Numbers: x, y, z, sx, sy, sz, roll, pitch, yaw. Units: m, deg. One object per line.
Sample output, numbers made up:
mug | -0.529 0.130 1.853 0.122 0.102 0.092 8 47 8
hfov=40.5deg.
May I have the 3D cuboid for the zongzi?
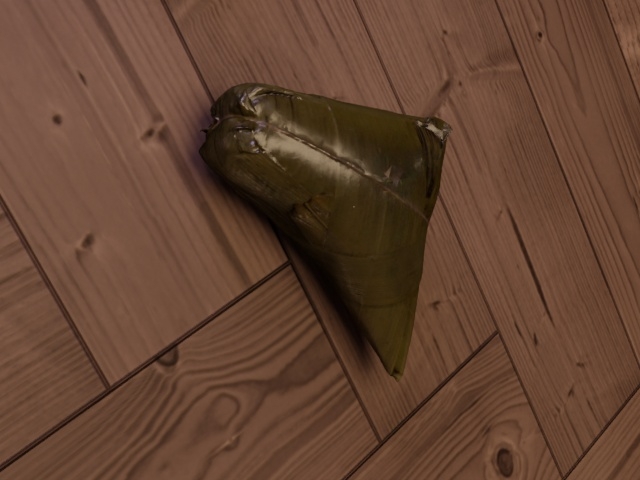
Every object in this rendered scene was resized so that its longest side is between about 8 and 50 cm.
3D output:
zongzi | 0.000 0.000 0.912 0.274 0.145 0.299 7 88 -33
